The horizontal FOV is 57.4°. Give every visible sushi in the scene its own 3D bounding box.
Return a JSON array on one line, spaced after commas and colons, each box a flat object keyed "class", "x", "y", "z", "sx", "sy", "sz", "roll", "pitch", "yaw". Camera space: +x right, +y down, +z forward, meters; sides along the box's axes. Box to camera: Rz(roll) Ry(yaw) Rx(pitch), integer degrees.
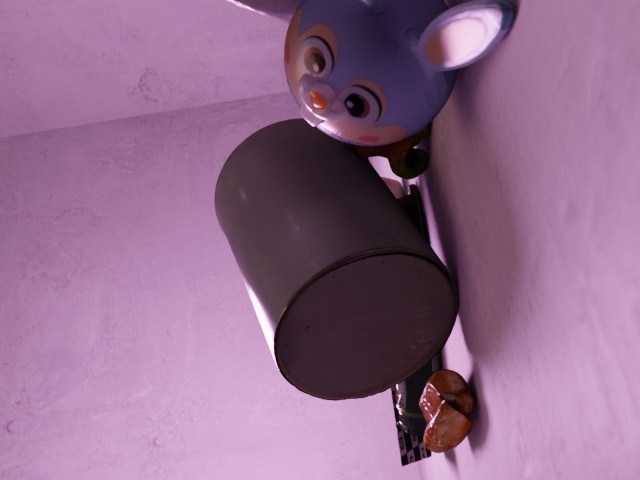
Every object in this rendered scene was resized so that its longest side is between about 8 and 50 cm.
[{"class": "sushi", "x": 0.208, "y": 0.351, "z": 1.194, "sx": 0.215, "sy": 0.051, "sz": 0.192, "roll": 25, "pitch": -126, "yaw": -61}]

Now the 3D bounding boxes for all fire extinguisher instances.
[{"class": "fire extinguisher", "x": 0.166, "y": 0.197, "z": 1.048, "sx": 0.118, "sy": 0.093, "sz": 0.294, "roll": -71, "pitch": -27, "yaw": -76}]

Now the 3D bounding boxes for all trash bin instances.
[{"class": "trash bin", "x": 0.000, "y": 0.000, "z": 0.889, "sx": 0.432, "sy": 0.281, "sz": 0.280, "roll": -119, "pitch": 15, "yaw": -54}]

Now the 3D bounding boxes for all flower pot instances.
[{"class": "flower pot", "x": 0.149, "y": 0.017, "z": 1.098, "sx": 0.251, "sy": 0.084, "sz": 0.178, "roll": 72, "pitch": -169, "yaw": -66}]

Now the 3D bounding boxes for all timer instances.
[{"class": "timer", "x": 0.040, "y": -0.154, "z": 0.484, "sx": 0.255, "sy": 0.176, "sz": 0.175, "roll": -62, "pitch": -36, "yaw": -76}]

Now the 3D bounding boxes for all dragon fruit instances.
[{"class": "dragon fruit", "x": 0.079, "y": -0.230, "z": 0.833, "sx": 0.268, "sy": 0.130, "sz": 0.295, "roll": 102, "pitch": 160, "yaw": -87}]

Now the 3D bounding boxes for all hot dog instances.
[{"class": "hot dog", "x": 0.171, "y": 0.238, "z": 0.801, "sx": 0.235, "sy": 0.062, "sz": 0.092, "roll": 79, "pitch": -176, "yaw": -66}]

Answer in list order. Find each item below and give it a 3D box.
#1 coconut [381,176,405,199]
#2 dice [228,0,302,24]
[{"class": "coconut", "x": 0.117, "y": -0.067, "z": 1.300, "sx": 0.161, "sy": 0.161, "sz": 0.162, "roll": 75, "pitch": -170, "yaw": -62}, {"class": "dice", "x": -0.070, "y": -0.371, "z": 0.562, "sx": 0.243, "sy": 0.259, "sz": 0.251, "roll": 49, "pitch": 121, "yaw": 44}]
